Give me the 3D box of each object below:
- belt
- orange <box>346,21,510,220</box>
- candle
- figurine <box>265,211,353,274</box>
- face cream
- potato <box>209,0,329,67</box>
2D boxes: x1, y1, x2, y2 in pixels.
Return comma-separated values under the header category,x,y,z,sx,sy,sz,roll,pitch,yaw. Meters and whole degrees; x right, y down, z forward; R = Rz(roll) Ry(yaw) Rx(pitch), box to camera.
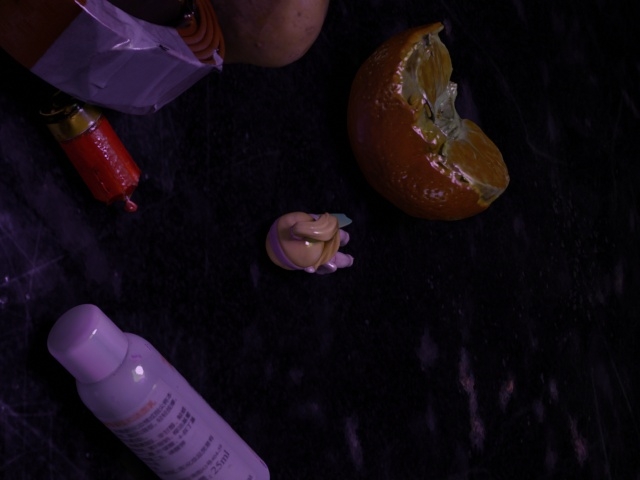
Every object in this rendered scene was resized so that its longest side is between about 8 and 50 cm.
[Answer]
category,x,y,z,sx,sy,sz,roll,pitch,yaw
belt,-0.196,-0.208,1.248,0.261,0.105,0.184,28,36,-51
orange,0.119,-0.134,1.701,0.237,0.158,0.179,62,30,-19
candle,-0.202,-0.078,1.289,0.131,0.052,0.052,59,37,-30
figurine,0.000,0.000,1.564,0.187,0.083,0.083,15,68,-65
face cream,-0.146,0.157,1.274,0.269,0.082,0.082,53,40,-36
potato,-0.100,-0.309,1.395,0.141,0.191,0.296,-25,101,-38
